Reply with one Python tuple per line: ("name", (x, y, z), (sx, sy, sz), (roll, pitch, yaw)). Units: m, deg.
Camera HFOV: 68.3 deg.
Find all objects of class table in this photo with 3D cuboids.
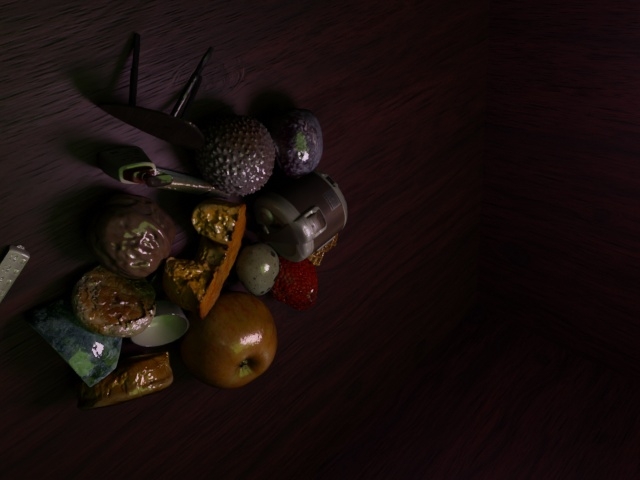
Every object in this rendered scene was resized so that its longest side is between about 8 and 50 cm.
("table", (-0.467, -0.461, 1.423), (0.317, 0.317, 0.249), (24, 79, -50))

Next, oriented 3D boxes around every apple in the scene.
("apple", (-0.358, 0.401, 1.895), (0.400, 0.333, 0.401), (-23, 124, -38))

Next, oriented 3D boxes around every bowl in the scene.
("bowl", (-0.597, 0.288, 1.723), (0.211, 0.112, 0.212), (-19, 145, -14))

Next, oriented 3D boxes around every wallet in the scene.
("wallet", (-0.566, 0.197, 1.789), (0.230, 0.042, 0.124), (34, 91, -47))

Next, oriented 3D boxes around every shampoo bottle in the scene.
("shampoo bottle", (-0.546, -0.211, 1.408), (0.153, 0.284, 0.071), (-17, 125, -38))

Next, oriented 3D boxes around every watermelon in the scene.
("watermelon", (-0.792, 0.299, 1.566), (0.319, 0.213, 0.290), (39, 39, -12))

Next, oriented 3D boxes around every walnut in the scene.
("walnut", (-0.593, -0.015, 1.504), (0.226, 0.273, 0.273), (-33, 140, 13))

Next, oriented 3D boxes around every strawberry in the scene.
("strawberry", (-0.115, 0.172, 2.062), (0.250, 0.288, 0.239), (29, 93, -43))

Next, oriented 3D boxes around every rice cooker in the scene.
("rice cooker", (-0.087, -0.095, 1.918), (0.325, 0.335, 0.335), (-38, 134, -29))

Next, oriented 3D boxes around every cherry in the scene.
("cherry", (-0.103, -0.390, 1.810), (0.255, 0.217, 0.297), (-43, 119, -74))

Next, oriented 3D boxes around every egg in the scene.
("egg", (-0.254, 0.118, 1.914), (0.177, 0.177, 0.228), (-18, 115, -40))

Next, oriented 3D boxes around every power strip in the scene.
("power strip", (-0.938, 0.127, 1.371), (0.060, 0.027, 0.253), (36, 83, -49))

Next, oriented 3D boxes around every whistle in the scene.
("whistle", (-0.458, -0.199, 1.680), (0.326, 0.057, 0.068), (8, 103, -48))

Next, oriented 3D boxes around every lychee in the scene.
("lychee", (-0.286, -0.295, 1.647), (0.300, 0.300, 0.300), (-24, 126, -37))

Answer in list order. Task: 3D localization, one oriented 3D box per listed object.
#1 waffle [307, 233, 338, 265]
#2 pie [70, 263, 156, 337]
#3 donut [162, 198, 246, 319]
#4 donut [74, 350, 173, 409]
("waffle", (0.001, 0.000, 2.271), (0.253, 0.056, 0.249), (-29, 130, -35))
("pie", (-0.670, 0.196, 1.548), (0.274, 0.274, 0.055), (-4, 155, -45))
("donut", (-0.407, 0.060, 1.679), (0.378, 0.163, 0.436), (109, 0, -66))
("donut", (-0.680, 0.478, 1.653), (0.329, 0.329, 0.160), (-10, 91, -43))
